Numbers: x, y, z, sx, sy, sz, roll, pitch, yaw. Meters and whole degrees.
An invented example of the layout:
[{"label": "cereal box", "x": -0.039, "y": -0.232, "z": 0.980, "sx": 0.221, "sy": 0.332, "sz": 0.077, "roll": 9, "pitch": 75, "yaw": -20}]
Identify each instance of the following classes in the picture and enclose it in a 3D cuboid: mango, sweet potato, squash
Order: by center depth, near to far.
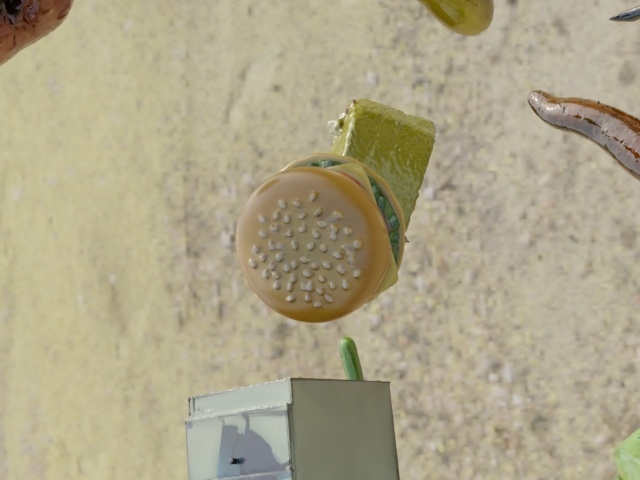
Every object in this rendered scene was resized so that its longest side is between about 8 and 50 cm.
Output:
[{"label": "sweet potato", "x": 0.316, "y": -0.101, "z": 1.343, "sx": 0.264, "sy": 0.057, "sz": 0.057, "roll": 41, "pitch": 127, "yaw": 40}, {"label": "squash", "x": 0.043, "y": 0.169, "z": 1.711, "sx": 0.027, "sy": 0.027, "sz": 0.089, "roll": -1, "pitch": 107, "yaw": 59}, {"label": "mango", "x": 0.170, "y": -0.334, "z": 1.754, "sx": 0.076, "sy": 0.161, "sz": 0.103, "roll": -39, "pitch": 45, "yaw": 33}]

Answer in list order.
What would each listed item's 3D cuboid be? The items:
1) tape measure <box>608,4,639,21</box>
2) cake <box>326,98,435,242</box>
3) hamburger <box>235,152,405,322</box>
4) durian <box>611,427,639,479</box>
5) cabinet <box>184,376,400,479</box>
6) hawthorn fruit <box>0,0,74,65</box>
[{"label": "tape measure", "x": 0.418, "y": -0.356, "z": 1.514, "sx": 0.098, "sy": 0.215, "sz": 0.351, "roll": -57, "pitch": 26, "yaw": -18}, {"label": "cake", "x": 0.056, "y": -0.060, "z": 1.810, "sx": 0.179, "sy": 0.156, "sz": 0.260, "roll": -77, "pitch": 7, "yaw": -72}, {"label": "hamburger", "x": 0.000, "y": 0.000, "z": 1.210, "sx": 0.162, "sy": 0.115, "sz": 0.162, "roll": 5, "pitch": 106, "yaw": 17}, {"label": "durian", "x": 0.442, "y": 0.262, "z": 1.396, "sx": 0.340, "sy": 0.256, "sz": 0.204, "roll": -28, "pitch": 58, "yaw": 9}, {"label": "cabinet", "x": -0.025, "y": 0.239, "z": 1.212, "sx": 0.145, "sy": 0.150, "sz": 0.206, "roll": -17, "pitch": 73, "yaw": 43}, {"label": "hawthorn fruit", "x": -0.346, "y": -0.285, "z": 1.212, "sx": 0.243, "sy": 0.207, "sz": 0.207, "roll": 46, "pitch": 131, "yaw": 32}]
